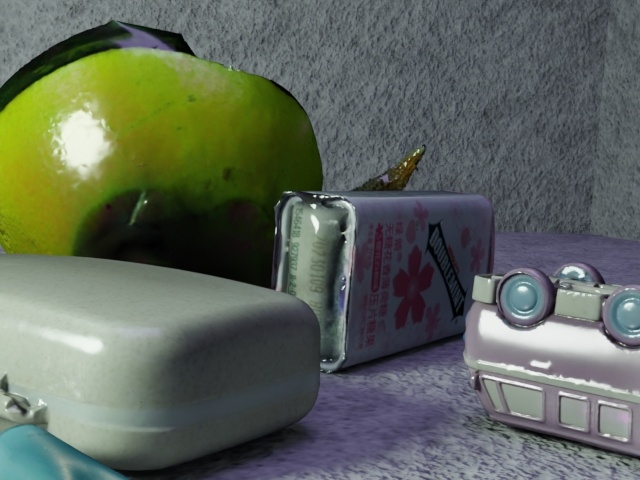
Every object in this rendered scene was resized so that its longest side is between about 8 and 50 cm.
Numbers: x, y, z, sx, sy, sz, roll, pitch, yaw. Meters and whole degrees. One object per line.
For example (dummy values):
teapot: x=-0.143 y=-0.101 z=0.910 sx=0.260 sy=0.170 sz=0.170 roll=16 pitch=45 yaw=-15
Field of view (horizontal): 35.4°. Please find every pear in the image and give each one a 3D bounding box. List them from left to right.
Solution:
pear: x=-0.178 y=-0.024 z=1.107 sx=0.399 sy=0.398 sz=0.165 roll=2 pitch=38 yaw=-16

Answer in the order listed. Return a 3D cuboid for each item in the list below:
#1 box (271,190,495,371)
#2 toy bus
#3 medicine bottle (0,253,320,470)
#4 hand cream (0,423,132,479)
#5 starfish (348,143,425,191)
box: x=0.083 y=0.035 z=1.174 sx=0.112 sy=0.190 sz=0.370 roll=7 pitch=7 yaw=31
toy bus: x=0.229 y=0.096 z=0.848 sx=0.203 sy=0.142 sz=0.142 roll=9 pitch=7 yaw=37
medicine bottle: x=-0.200 y=0.081 z=0.820 sx=0.375 sy=0.123 sz=0.282 roll=6 pitch=4 yaw=32
hand cream: x=-0.123 y=0.155 z=0.565 sx=0.224 sy=0.048 sz=0.083 roll=14 pitch=8 yaw=39
starfish: x=0.001 y=0.003 z=1.358 sx=0.347 sy=0.078 sz=0.358 roll=-14 pitch=-31 yaw=-9
